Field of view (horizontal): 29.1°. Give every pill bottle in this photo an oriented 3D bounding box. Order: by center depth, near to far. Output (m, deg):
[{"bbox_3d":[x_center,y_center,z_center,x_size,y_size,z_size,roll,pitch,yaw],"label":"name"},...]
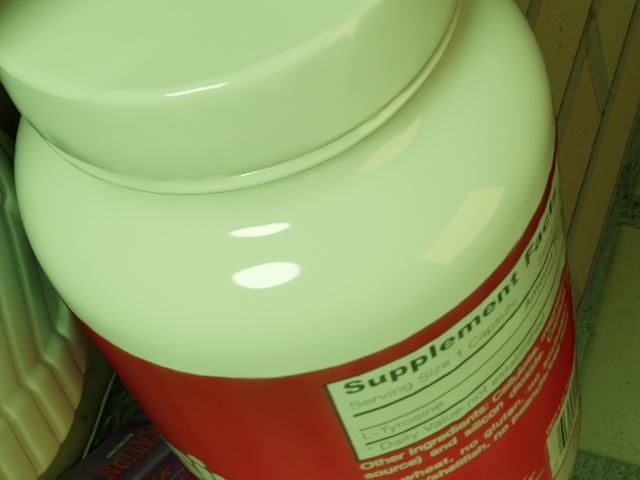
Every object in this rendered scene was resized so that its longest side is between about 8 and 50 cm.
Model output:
[{"bbox_3d":[0.000,0.000,0.580,0.229,0.229,0.407,-64,154,-28],"label":"pill bottle"}]

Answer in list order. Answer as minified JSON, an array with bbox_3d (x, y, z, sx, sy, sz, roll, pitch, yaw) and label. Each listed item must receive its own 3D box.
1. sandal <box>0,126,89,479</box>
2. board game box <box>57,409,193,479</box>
[{"bbox_3d":[-0.190,0.058,0.419,0.416,0.102,0.169,-67,145,-68],"label":"sandal"},{"bbox_3d":[-0.156,0.245,0.708,0.347,0.056,0.208,-39,134,-57],"label":"board game box"}]
